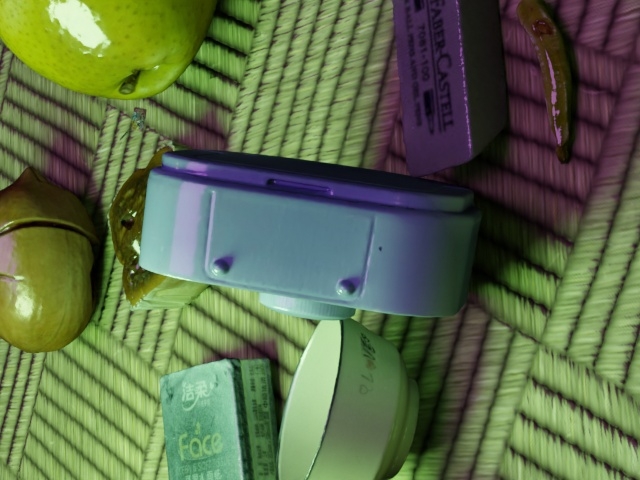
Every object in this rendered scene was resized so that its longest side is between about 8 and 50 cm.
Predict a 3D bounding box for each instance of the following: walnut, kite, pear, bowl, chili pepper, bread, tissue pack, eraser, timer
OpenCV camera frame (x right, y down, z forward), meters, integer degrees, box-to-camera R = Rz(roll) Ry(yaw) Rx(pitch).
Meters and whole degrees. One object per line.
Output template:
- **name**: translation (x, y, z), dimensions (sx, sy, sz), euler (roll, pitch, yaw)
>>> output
- **walnut**: translation (-0.457, 0.030, 2.407), dimensions (0.203, 0.203, 0.297), euler (-11, 86, 49)
- **kite**: translation (-0.295, -0.186, 2.384), dimensions (0.078, 0.002, 0.044), euler (-14, 76, 48)
- **pear**: translation (-0.316, -0.405, 2.157), dimensions (0.362, 0.362, 0.418), euler (-30, 80, 44)
- **bowl**: translation (0.040, 0.212, 1.825), dimensions (0.238, 0.126, 0.237), euler (-164, 90, -80)
- **chili pepper**: translation (0.259, -0.192, 1.705), dimensions (0.049, 0.043, 0.208), euler (-22, 70, 33)
- **bread**: translation (-0.220, -0.018, 2.198), dimensions (0.210, 0.110, 0.192), euler (-39, 57, 40)
- **tissue pack**: translation (-0.135, 0.300, 2.091), dimensions (0.185, 0.081, 0.257), euler (-19, 73, 47)
- **eraser**: translation (0.150, -0.250, 1.810), dimensions (0.111, 0.077, 0.352), euler (-16, 74, 49)
- **timer**: translation (0.000, 0.000, 1.767), dimensions (0.395, 0.395, 0.173), euler (13, 99, 49)
